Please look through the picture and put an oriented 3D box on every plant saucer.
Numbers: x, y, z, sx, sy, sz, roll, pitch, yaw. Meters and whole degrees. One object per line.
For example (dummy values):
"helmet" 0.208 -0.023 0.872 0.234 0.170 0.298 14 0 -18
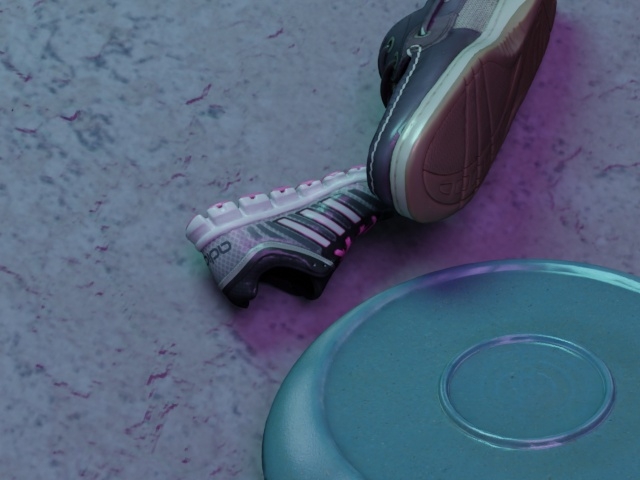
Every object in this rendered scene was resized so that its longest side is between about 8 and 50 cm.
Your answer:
"plant saucer" 0.121 0.099 0.982 0.317 0.044 0.318 -4 35 3

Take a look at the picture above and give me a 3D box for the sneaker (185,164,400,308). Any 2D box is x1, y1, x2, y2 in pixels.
"sneaker" 0.000 0.000 1.095 0.170 0.063 0.075 -15 79 -21

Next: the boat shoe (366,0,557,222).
"boat shoe" 0.082 -0.110 1.119 0.092 0.103 0.285 12 41 20
